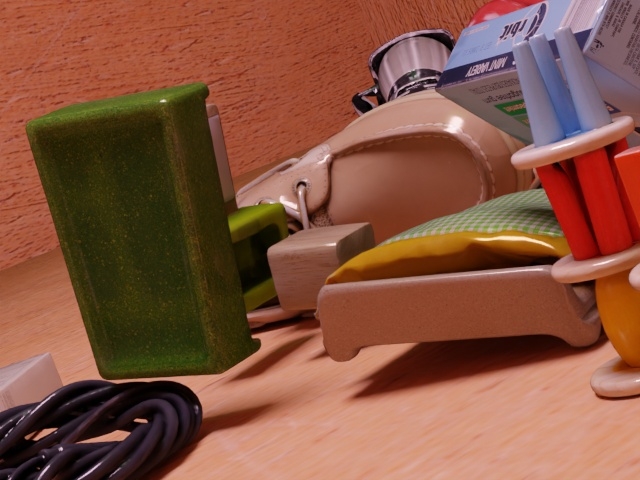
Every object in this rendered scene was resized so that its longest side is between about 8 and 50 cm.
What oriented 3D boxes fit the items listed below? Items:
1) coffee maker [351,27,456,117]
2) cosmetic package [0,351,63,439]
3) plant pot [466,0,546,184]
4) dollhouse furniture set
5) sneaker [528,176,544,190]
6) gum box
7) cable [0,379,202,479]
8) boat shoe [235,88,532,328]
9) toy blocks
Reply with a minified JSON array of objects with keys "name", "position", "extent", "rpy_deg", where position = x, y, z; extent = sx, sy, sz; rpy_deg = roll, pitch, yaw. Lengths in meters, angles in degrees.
[{"name":"coffee maker","position":[0.123,-0.109,1.486],"extent":[0.120,0.171,0.178],"rpy_deg":[-40,22,18]},{"name":"cosmetic package","position":[-0.217,0.114,0.996],"extent":[0.060,0.041,0.115],"rpy_deg":[-19,6,11]},{"name":"plant pot","position":[0.223,-0.149,1.246],"extent":[0.174,0.191,0.191],"rpy_deg":[-25,8,-20]},{"name":"dollhouse furniture set","position":[0.029,-0.032,0.816],"extent":[0.301,0.151,0.197],"rpy_deg":[-6,12,29]},{"name":"sneaker","position":[0.226,-0.037,0.888],"extent":[0.192,0.064,0.086],"rpy_deg":[-14,0,39]},{"name":"gum box","position":[0.167,-0.051,0.701],"extent":[0.041,0.184,0.157],"rpy_deg":[-64,16,-9]},{"name":"cable","position":[-0.147,0.113,0.768],"extent":[0.184,0.047,0.150],"rpy_deg":[-20,5,-16]},{"name":"boat shoe","position":[0.000,0.000,1.031],"extent":[0.341,0.122,0.110],"rpy_deg":[-28,3,44]},{"name":"toy blocks","position":[0.121,-0.013,0.570],"extent":[0.054,0.148,0.123],"rpy_deg":[-22,6,-13]}]
